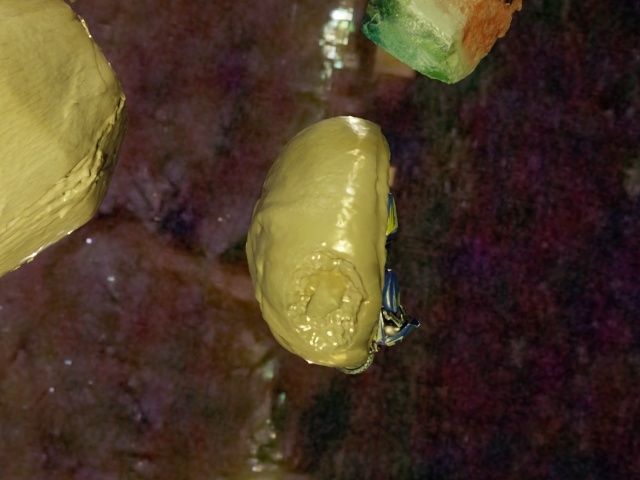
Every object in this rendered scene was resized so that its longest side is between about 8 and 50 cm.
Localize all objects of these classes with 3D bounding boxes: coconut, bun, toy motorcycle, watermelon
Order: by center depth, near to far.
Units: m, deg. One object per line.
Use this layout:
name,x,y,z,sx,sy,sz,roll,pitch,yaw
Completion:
coconut,-0.386,-0.110,0.798,0.360,0.346,0.346,-36,-12,-15
watermelon,0.190,-0.313,1.101,0.241,0.154,0.094,-37,-17,-31
bun,-0.003,0.000,1.213,0.364,0.202,0.365,5,-90,-86
toy motorcycle,0.086,0.077,1.444,0.113,0.168,0.316,-17,-76,-71
